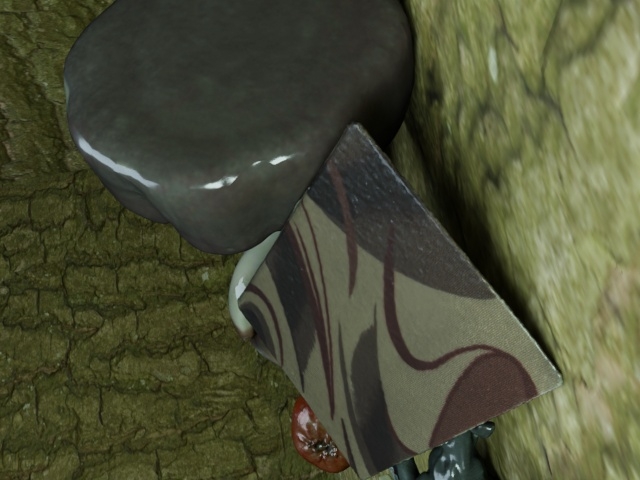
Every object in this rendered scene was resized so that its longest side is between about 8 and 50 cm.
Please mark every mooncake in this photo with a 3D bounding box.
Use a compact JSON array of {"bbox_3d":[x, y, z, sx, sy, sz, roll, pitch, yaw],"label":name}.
[{"bbox_3d":[-0.067,-0.139,0.673,0.154,0.306,0.306,72,-177,-64],"label":"mooncake"}]

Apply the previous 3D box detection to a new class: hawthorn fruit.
[{"bbox_3d":[0.033,0.258,1.285,0.285,0.165,0.165,-81,-13,-54],"label":"hawthorn fruit"}]

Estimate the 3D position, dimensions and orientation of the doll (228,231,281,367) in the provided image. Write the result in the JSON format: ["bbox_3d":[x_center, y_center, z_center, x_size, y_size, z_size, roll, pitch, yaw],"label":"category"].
[{"bbox_3d":[-0.027,-0.010,0.865,0.215,0.226,0.370,-6,93,63],"label":"doll"}]

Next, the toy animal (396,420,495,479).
[{"bbox_3d":[0.112,0.215,0.674,0.137,0.082,0.270,-115,20,-55],"label":"toy animal"}]

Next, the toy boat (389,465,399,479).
[{"bbox_3d":[0.117,0.377,1.127,0.038,0.038,0.083,104,153,-76],"label":"toy boat"}]

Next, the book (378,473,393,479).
[{"bbox_3d":[0.154,0.501,0.943,0.389,0.032,0.269,-139,37,-75],"label":"book"}]

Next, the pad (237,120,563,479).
[{"bbox_3d":[0.030,0.075,0.606,0.220,0.004,0.330,53,147,11],"label":"pad"}]
